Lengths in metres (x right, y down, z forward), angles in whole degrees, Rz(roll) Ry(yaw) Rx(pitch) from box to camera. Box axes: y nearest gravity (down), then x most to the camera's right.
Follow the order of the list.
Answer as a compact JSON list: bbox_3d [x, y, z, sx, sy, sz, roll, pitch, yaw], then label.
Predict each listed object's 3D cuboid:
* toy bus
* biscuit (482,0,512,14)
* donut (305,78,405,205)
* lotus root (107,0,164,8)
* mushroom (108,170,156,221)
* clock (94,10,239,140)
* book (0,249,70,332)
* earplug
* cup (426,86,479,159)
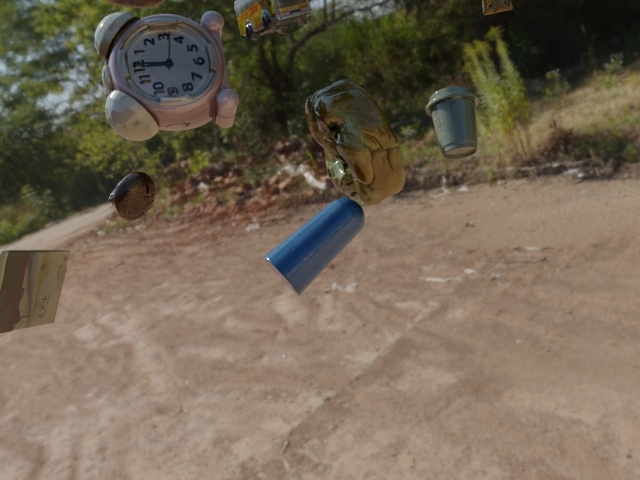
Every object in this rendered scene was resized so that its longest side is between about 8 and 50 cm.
[{"bbox_3d":[-0.106,-0.492,1.356,0.092,0.106,0.268,-21,16,-19],"label":"toy bus"},{"bbox_3d":[0.486,-0.673,1.766,0.081,0.083,0.018,-8,12,9],"label":"biscuit"},{"bbox_3d":[0.090,-0.257,1.720,0.170,0.360,0.360,-29,14,-6],"label":"donut"},{"bbox_3d":[-0.545,-0.764,1.859,0.314,0.169,0.141,2,46,-22],"label":"lotus root"},{"bbox_3d":[-0.420,-0.097,1.439,0.109,0.085,0.126,-30,-17,-4],"label":"mushroom"},{"bbox_3d":[-0.400,-0.430,1.651,0.326,0.342,0.184,-8,-18,-20],"label":"clock"},{"bbox_3d":[-0.702,0.118,1.538,0.026,0.201,0.289,13,1,6],"label":"book"},{"bbox_3d":[0.000,0.000,1.622,0.273,0.132,0.132,-43,17,-8],"label":"earplug"},{"bbox_3d":[0.302,-0.260,1.430,0.120,0.141,0.120,-4,-16,-1],"label":"cup"}]
